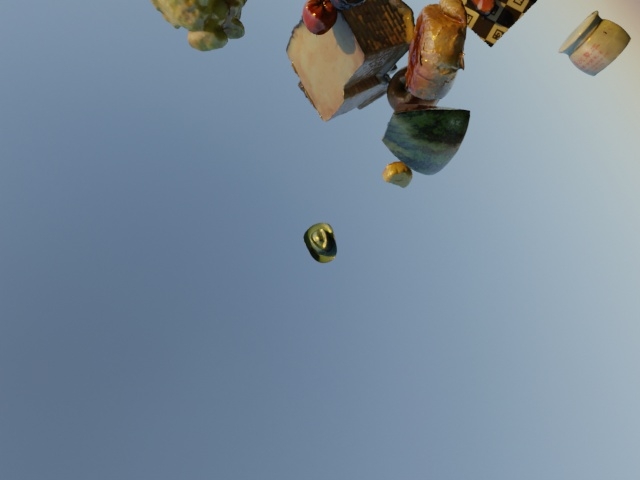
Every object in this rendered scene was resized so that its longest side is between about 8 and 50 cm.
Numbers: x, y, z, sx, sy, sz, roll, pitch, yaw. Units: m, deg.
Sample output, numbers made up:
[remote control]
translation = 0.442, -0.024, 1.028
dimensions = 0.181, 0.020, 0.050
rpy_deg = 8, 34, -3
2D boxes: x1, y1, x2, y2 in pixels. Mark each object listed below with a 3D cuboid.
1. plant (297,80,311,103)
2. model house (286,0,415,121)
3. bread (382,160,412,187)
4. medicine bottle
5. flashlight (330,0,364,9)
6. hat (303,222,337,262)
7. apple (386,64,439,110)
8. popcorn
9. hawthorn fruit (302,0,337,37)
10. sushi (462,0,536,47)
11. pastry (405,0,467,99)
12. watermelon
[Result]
[plant]
translation = 0.030, -0.790, 1.993
dimensions = 0.149, 0.275, 0.146
rpy_deg = 54, -174, -12
[model house]
translation = 0.153, -0.798, 1.686
dimensions = 0.400, 0.445, 0.395
rpy_deg = -26, -92, -26
[bread]
translation = 0.390, -0.328, 2.004
dimensions = 0.156, 0.125, 0.086
rpy_deg = 16, -131, -35
[medicine bottle]
translation = 0.852, -0.614, 1.277
dimensions = 0.143, 0.147, 0.147
rpy_deg = 37, -133, 0
[flashlight]
translation = 0.071, -0.642, 1.054
dimensions = 0.093, 0.093, 0.232
rpy_deg = 28, -154, -20
[hat]
translation = 0.000, 0.000, 1.780
dimensions = 0.078, 0.138, 0.190
rpy_deg = 56, -169, -69
[apple]
translation = 0.382, -0.609, 1.678
dimensions = 0.188, 0.211, 0.211
rpy_deg = 2, -119, -55
[popcorn]
translation = -0.301, -0.650, 1.069
dimensions = 0.250, 0.235, 0.241
rpy_deg = -59, -34, -24
[hawthorn fruit]
translation = -0.010, -0.783, 1.424
dimensions = 0.125, 0.140, 0.125
rpy_deg = 4, -97, -39
[sushi]
translation = 0.431, -0.617, 0.928
dimensions = 0.192, 0.279, 0.043
rpy_deg = 45, -164, 0
[pastry]
translation = 0.253, -0.419, 0.910
dimensions = 0.100, 0.229, 0.218
rpy_deg = 3, -116, 2
[watermelon]
translation = 0.347, -0.379, 1.507
dimensions = 0.283, 0.250, 0.292
rpy_deg = 8, -166, -13
